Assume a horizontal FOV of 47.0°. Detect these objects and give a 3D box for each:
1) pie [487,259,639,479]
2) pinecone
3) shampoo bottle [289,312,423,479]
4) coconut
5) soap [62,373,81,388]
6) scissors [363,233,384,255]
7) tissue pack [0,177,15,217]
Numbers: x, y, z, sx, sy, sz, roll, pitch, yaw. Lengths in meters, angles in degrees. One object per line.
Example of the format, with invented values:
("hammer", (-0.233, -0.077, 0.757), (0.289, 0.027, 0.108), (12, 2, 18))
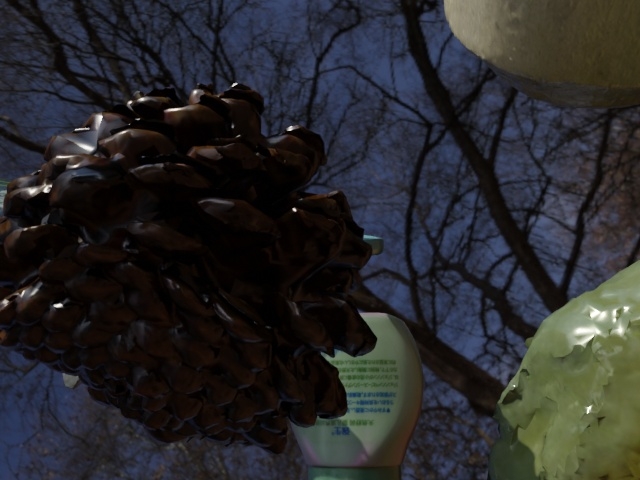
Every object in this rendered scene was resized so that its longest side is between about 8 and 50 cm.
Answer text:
("pie", (0.296, 0.138, 0.437), (0.395, 0.180, 0.418), (-24, -66, 4))
("pinecone", (-0.070, 0.008, 0.425), (0.222, 0.221, 0.221), (-18, -62, -38))
("shampoo bottle", (0.052, 0.293, 1.141), (0.151, 0.222, 0.349), (41, -134, -69))
("coconut", (0.202, -0.238, 0.512), (0.237, 0.237, 0.265), (-39, -34, -26))
("soap", (-0.263, 0.106, 1.145), (0.159, 0.302, 0.257), (-16, -73, -57))
("scissors", (0.000, 0.001, 0.952), (0.393, 0.180, 0.032), (-9, -75, -81))
("tissue pack", (-0.195, -0.005, 0.641), (0.236, 0.173, 0.073), (4, -78, -41))
